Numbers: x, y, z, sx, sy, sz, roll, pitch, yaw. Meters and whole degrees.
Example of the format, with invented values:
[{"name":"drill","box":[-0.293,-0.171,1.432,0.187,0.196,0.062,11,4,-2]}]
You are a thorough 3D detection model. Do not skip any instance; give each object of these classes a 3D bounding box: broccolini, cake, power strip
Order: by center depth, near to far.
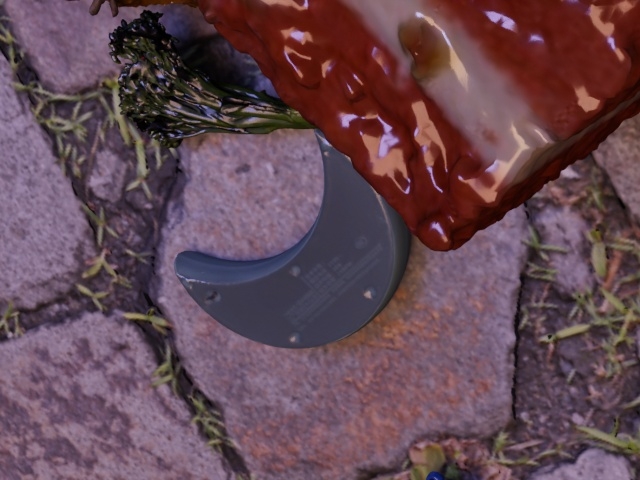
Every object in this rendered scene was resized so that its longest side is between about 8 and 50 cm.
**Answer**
[{"name":"cake","box":[0.110,-0.201,0.799,0.269,0.270,0.319,49,130,7]},{"name":"broccolini","box":[-0.035,-0.117,1.011,0.271,0.062,0.123,-3,153,35]},{"name":"power strip","box":[0.000,0.000,1.102,0.137,0.044,0.216,47,121,-4]}]

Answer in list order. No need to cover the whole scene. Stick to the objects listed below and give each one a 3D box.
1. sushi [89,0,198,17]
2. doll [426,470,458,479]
[{"name":"sushi","box":[-0.157,-0.275,0.982,0.179,0.167,0.296,-29,90,45]},{"name":"doll","box":[0.123,0.233,1.154,0.143,0.058,0.099,53,140,-6]}]
